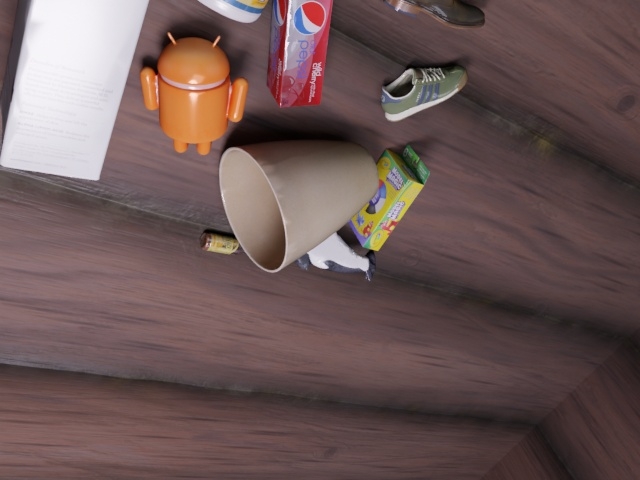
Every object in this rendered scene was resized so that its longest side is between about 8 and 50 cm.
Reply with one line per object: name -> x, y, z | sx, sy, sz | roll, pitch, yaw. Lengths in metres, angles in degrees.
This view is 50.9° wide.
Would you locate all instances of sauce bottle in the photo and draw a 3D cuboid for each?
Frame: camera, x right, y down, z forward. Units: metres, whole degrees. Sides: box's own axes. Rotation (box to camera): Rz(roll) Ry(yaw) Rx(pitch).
sauce bottle -> -0.205, 0.010, 1.506 | 0.128, 0.042, 0.042 | 9, 125, -34

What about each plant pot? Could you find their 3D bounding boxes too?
plant pot -> -0.025, -0.101, 1.372 | 0.274, 0.256, 0.256 | -22, 137, -29

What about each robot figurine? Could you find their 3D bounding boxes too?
robot figurine -> -0.222, -0.261, 1.193 | 0.128, 0.158, 0.219 | -37, 147, -41

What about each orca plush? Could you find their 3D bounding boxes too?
orca plush -> 0.000, 0.000, 1.574 | 0.287, 0.102, 0.151 | 14, 86, -30

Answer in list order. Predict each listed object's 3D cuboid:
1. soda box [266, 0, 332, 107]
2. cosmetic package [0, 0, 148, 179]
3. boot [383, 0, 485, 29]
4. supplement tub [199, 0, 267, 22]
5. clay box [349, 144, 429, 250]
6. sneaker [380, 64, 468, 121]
soda box -> -0.037, -0.375, 1.201 | 0.084, 0.092, 0.263 | -9, 132, -19
cosmetic package -> -0.376, -0.310, 1.017 | 0.156, 0.217, 0.384 | 6, 125, -30
boot -> 0.234, -0.466, 1.255 | 0.219, 0.082, 0.106 | 4, 130, -25
supplement tub -> -0.119, -0.461, 1.047 | 0.144, 0.144, 0.199 | 15, 122, -34
clay box -> 0.146, -0.102, 1.508 | 0.053, 0.127, 0.222 | 13, 122, -32
sneaker -> 0.210, -0.322, 1.383 | 0.192, 0.064, 0.086 | -28, 140, 4
